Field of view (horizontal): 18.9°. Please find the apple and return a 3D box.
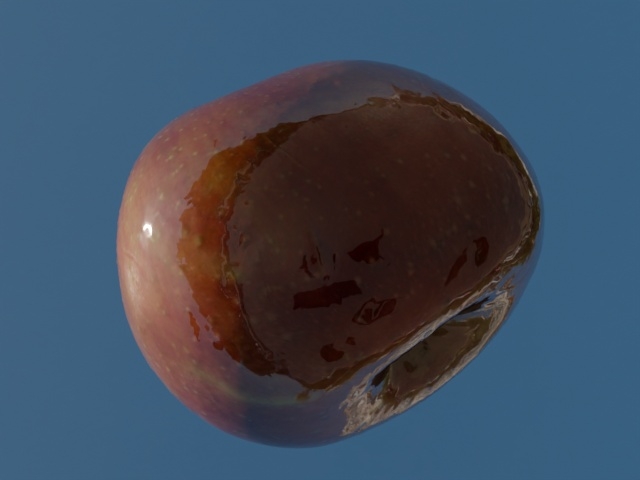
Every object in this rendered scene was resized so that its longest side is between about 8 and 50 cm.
[{"bbox_3d":[0.000,0.000,0.913,0.201,0.201,0.162,-26,-115,-34],"label":"apple"}]
